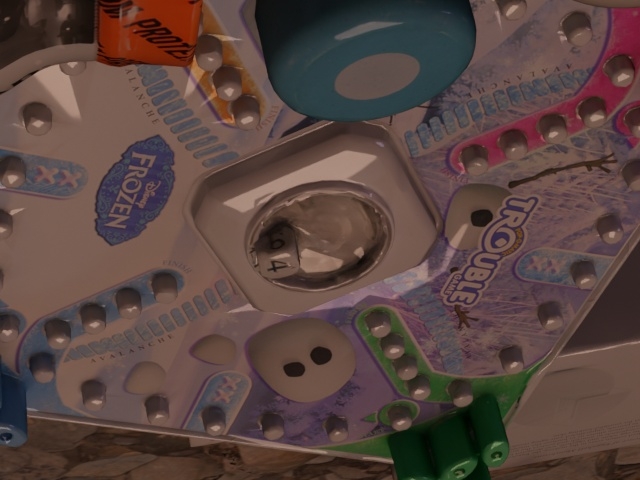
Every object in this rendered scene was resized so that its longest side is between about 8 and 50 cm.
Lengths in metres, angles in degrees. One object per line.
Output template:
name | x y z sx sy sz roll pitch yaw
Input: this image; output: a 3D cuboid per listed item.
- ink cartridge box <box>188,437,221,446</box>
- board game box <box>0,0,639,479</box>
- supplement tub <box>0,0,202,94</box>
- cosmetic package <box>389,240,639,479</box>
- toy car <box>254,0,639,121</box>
ink cartridge box | -0.055 0.106 1.300 0.104 0.061 0.181 -8 155 -6
board game box | 0.000 0.000 0.934 0.390 0.050 0.390 10 131 -21
supplement tub | -0.196 -0.147 0.485 0.338 0.207 0.207 6 152 -6
cosmetic package | 0.149 0.063 1.208 0.224 0.138 0.225 -10 153 -3
toy car | 0.086 -0.148 0.653 0.210 0.219 0.238 -23 153 23
